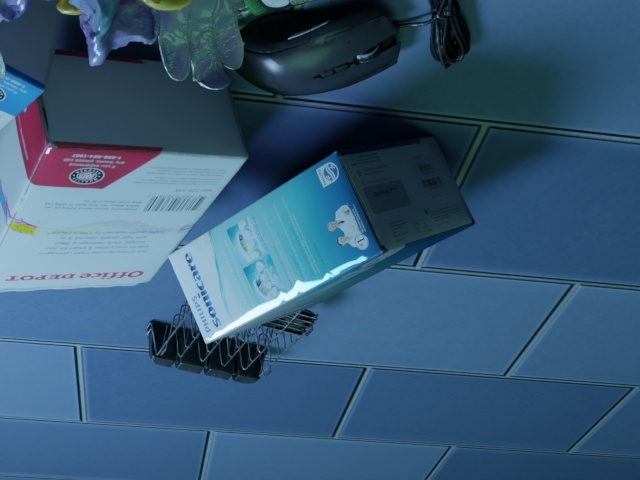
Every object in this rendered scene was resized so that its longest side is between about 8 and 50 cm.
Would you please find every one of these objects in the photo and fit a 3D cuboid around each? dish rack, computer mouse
[{"bbox_3d":[-0.137,0.135,1.521,0.208,0.074,0.271,15,142,-24],"label":"dish rack"},{"bbox_3d":[0.021,-0.217,0.992,0.262,0.060,0.184,-5,147,7],"label":"computer mouse"}]

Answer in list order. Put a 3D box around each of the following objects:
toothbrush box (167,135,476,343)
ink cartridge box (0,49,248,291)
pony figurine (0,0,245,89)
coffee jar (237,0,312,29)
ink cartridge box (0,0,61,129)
[{"bbox_3d":[0.000,0.000,1.180,0.295,0.126,0.216,-30,171,37],"label":"toothbrush box"},{"bbox_3d":[-0.253,-0.068,1.109,0.226,0.131,0.306,0,153,-35],"label":"ink cartridge box"},{"bbox_3d":[-0.187,-0.231,0.644,0.303,0.363,0.351,-18,114,-18],"label":"pony figurine"},{"bbox_3d":[-0.047,-0.254,0.901,0.184,0.096,0.079,-14,155,21],"label":"coffee jar"},{"bbox_3d":[-0.386,-0.186,0.938,0.233,0.168,0.171,-29,138,36],"label":"ink cartridge box"}]
